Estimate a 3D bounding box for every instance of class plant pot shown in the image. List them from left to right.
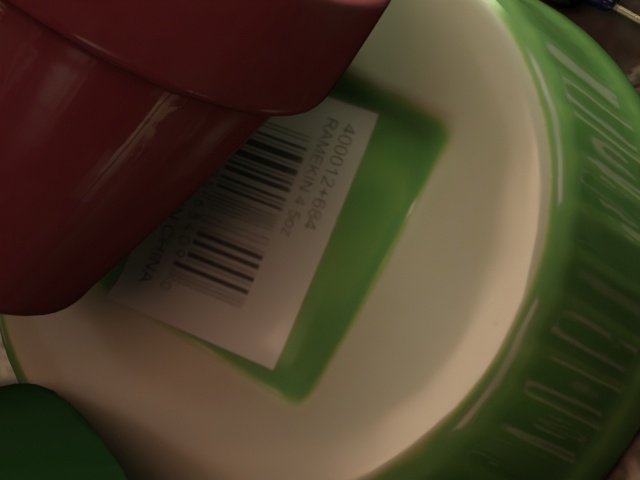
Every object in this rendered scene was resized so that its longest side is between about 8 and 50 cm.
[{"bbox_3d":[-0.103,-0.078,0.656,0.201,0.201,0.180,46,113,25],"label":"plant pot"}]

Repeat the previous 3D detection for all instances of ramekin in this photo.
[{"bbox_3d":[0.000,0.000,0.773,0.303,0.148,0.303,-5,76,23],"label":"ramekin"}]

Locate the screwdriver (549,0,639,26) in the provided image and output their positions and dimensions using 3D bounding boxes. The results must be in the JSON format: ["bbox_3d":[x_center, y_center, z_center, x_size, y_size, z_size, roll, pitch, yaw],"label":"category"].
[{"bbox_3d":[0.152,-0.105,0.806,0.170,0.024,0.025,29,62,20],"label":"screwdriver"}]

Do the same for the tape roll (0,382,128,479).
[{"bbox_3d":[-0.126,0.222,0.709,0.321,0.077,0.321,31,126,56],"label":"tape roll"}]
